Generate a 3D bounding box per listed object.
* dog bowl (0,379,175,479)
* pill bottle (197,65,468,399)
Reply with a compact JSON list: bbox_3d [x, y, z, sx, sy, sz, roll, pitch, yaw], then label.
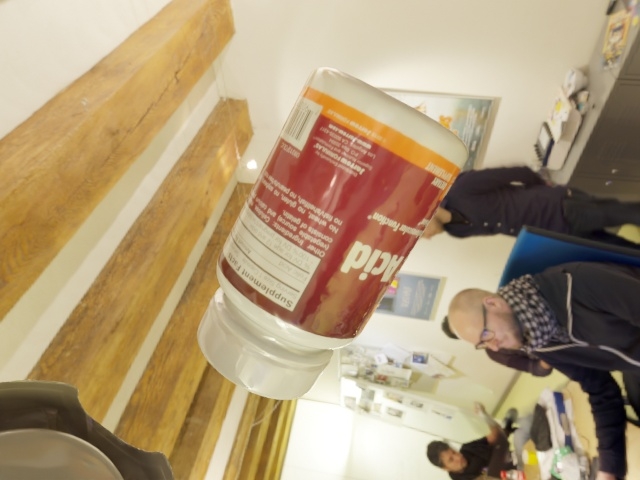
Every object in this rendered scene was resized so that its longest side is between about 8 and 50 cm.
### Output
[{"bbox_3d":[-0.320,0.324,0.435,0.102,0.349,0.348,-39,20,33],"label":"dog bowl"},{"bbox_3d":[0.000,0.000,0.594,0.391,0.224,0.224,-61,-4,14],"label":"pill bottle"}]
